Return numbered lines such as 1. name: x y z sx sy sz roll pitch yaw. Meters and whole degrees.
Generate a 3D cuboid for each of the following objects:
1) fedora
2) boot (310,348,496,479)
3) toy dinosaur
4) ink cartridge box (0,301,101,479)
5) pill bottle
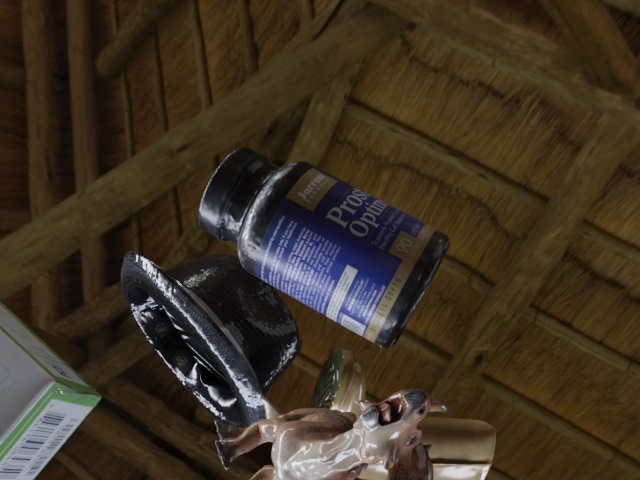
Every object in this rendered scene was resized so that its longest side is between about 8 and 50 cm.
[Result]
1. fedora: -0.144 0.121 0.928 0.153 0.334 0.334 -36 -106 -29
2. boot: 0.120 0.259 0.894 0.270 0.236 0.089 9 -146 -12
3. toy dinosaur: 0.011 0.206 0.626 0.201 0.296 0.127 -21 -90 -9
4. ink cartridge box: -0.253 0.074 0.395 0.209 0.062 0.109 34 -103 19
5. pill bottle: 0.000 0.000 0.606 0.219 0.122 0.122 28 -106 10
